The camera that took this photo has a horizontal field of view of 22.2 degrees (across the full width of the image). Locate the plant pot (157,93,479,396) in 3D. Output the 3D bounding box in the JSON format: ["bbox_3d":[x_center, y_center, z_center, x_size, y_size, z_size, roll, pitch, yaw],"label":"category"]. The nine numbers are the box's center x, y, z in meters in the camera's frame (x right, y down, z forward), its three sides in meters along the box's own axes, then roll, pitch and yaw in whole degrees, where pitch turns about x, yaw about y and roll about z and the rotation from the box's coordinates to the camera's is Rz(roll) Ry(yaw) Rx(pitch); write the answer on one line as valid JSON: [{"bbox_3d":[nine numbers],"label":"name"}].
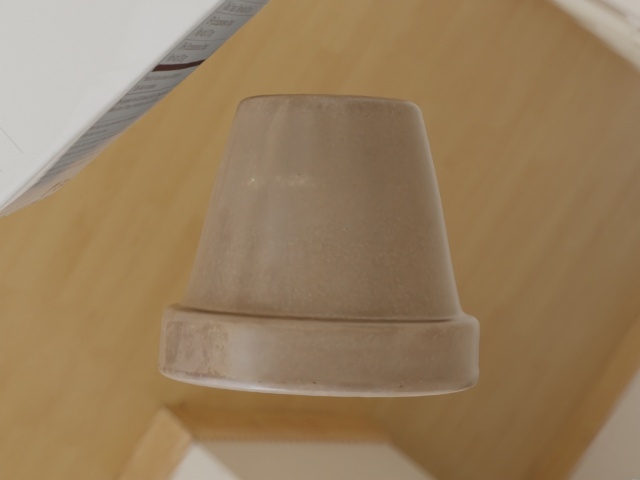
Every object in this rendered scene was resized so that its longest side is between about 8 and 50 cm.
[{"bbox_3d":[0.000,0.000,1.322,0.263,0.263,0.229,-1,93,-55],"label":"plant pot"}]

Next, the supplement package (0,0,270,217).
[{"bbox_3d":[-0.062,-0.103,0.490,0.179,0.105,0.105,-42,-178,9],"label":"supplement package"}]

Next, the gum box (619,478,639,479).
[{"bbox_3d":[0.342,0.310,1.613,0.041,0.157,0.184,57,42,-24],"label":"gum box"}]
